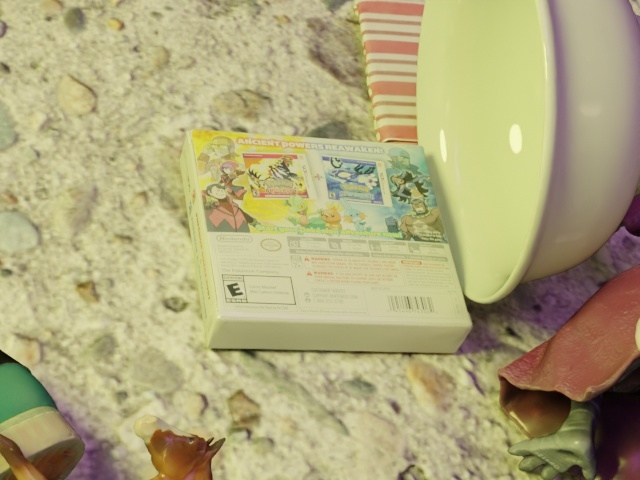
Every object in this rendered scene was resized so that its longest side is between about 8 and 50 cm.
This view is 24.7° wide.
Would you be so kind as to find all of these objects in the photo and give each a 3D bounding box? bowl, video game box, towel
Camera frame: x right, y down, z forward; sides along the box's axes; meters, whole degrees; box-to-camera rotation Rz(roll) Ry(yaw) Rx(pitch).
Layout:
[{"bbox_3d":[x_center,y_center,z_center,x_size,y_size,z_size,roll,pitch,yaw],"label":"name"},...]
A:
[{"bbox_3d":[0.177,-0.102,1.117,0.134,0.298,0.298,-3,53,-13],"label":"bowl"},{"bbox_3d":[0.000,0.000,1.146,0.205,0.048,0.187,3,53,-19],"label":"video game box"},{"bbox_3d":[0.108,-0.145,1.322,0.144,0.029,0.197,4,51,-15],"label":"towel"}]

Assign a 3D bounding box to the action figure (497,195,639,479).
[{"bbox_3d":[0.287,0.024,1.101,0.248,0.276,0.370,31,62,14],"label":"action figure"}]

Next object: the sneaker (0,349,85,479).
[{"bbox_3d":[-0.295,0.148,0.880,0.302,0.108,0.121,-22,61,-42],"label":"sneaker"}]

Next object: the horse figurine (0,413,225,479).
[{"bbox_3d":[-0.156,0.204,0.831,0.174,0.066,0.263,28,48,-27],"label":"horse figurine"}]
